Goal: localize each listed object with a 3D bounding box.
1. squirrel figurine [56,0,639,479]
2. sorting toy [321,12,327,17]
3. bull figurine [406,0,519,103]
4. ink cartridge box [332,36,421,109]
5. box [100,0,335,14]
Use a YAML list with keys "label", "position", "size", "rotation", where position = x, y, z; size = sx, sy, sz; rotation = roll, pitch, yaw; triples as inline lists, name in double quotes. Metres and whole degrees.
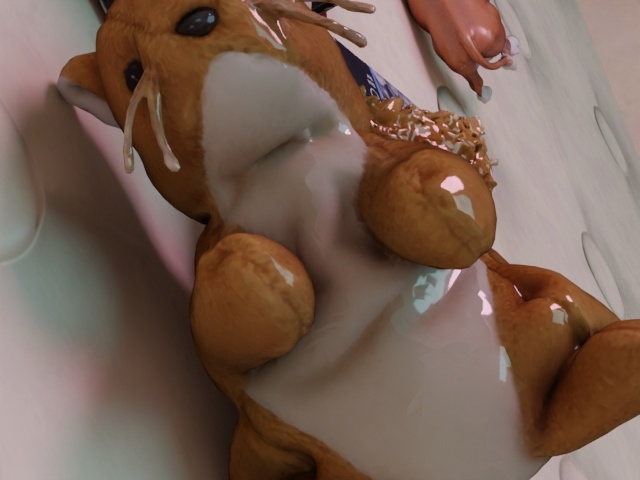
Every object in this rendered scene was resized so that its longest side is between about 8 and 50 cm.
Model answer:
- label: "squirrel figurine"
  position: [0.000, 0.000, 0.969]
  size: [0.370, 0.281, 0.397]
  rotation: [54, 5, 4]
- label: "sorting toy"
  position: [-0.046, -0.229, 1.246]
  size: [0.132, 0.046, 0.274]
  rotation: [53, -4, 10]
- label: "bull figurine"
  position: [0.158, -0.320, 1.920]
  size: [0.188, 0.101, 0.310]
  rotation: [36, 33, -57]
- label: "ink cartridge box"
  position: [0.068, -0.065, 1.455]
  size: [0.206, 0.045, 0.208]
  rotation: [31, 39, -58]
- label: "box"
  position: [-0.065, -0.344, 1.047]
  size: [0.395, 0.318, 0.097]
  rotation: [62, 16, -4]
